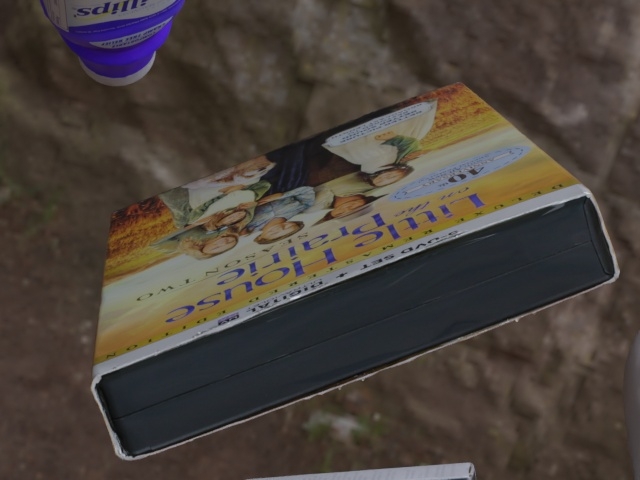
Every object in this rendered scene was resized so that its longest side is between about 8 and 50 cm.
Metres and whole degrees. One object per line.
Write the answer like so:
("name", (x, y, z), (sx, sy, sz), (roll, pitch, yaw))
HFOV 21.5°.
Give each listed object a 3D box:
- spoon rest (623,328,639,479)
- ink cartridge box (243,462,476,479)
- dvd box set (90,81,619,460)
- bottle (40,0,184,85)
("spoon rest", (0.274, 0.169, 1.311), (0.137, 0.276, 0.084), (23, -7, 28))
("ink cartridge box", (0.015, 0.384, 1.673), (0.307, 0.303, 0.072), (-6, 4, 8))
("dvd box set", (0.000, 0.000, 1.142), (0.308, 0.062, 0.420), (-21, 15, 1))
("bottle", (-0.160, -0.205, 1.295), (0.118, 0.283, 0.092), (-18, 73, -12))
